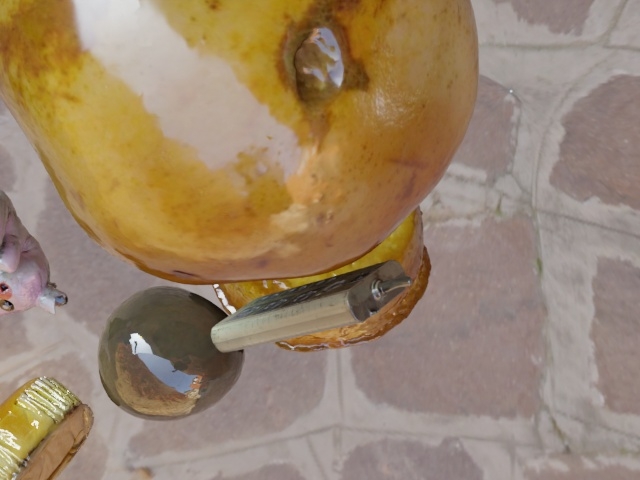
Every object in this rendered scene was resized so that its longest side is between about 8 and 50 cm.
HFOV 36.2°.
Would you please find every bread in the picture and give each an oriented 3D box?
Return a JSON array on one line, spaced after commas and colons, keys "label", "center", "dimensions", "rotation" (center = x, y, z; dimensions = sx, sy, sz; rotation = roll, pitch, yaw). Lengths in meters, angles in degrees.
[{"label": "bread", "center": [-0.427, 0.295, 1.427], "dimensions": [0.114, 0.190, 0.132], "rotation": [29, 147, 22]}, {"label": "bread", "center": [-0.005, 0.002, 1.316], "dimensions": [0.312, 0.172, 0.312], "rotation": [0, 60, 1]}]

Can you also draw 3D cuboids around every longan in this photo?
[{"label": "longan", "center": [-0.184, 0.136, 1.172], "dimensions": [0.189, 0.189, 0.189], "rotation": [2, 99, 11]}]

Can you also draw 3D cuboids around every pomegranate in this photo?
[{"label": "pomegranate", "center": [-0.078, -0.162, 0.851], "dimensions": [0.417, 0.416, 0.416], "rotation": [2, 99, 11]}]

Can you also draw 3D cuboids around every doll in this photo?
[{"label": "doll", "center": [-0.391, 0.017, 1.172], "dimensions": [0.149, 0.095, 0.192], "rotation": [7, 135, 25]}]

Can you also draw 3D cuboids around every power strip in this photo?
[{"label": "power strip", "center": [-0.005, 0.067, 0.999], "dimensions": [0.268, 0.092, 0.034], "rotation": [-18, 100, 45]}]
